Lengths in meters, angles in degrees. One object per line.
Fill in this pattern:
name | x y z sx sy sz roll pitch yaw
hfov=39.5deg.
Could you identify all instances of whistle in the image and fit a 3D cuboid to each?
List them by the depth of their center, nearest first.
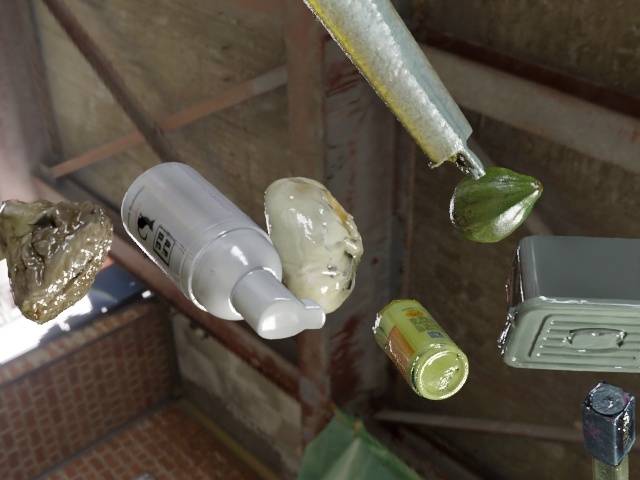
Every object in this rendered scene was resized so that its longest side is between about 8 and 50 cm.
whistle | 0.052 -0.162 0.758 0.326 0.057 0.068 47 4 -38

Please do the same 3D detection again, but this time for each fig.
fig | 0.292 -0.059 1.439 0.156 0.123 0.123 -3 -69 48

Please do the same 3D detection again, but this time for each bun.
bun | 0.000 0.000 1.668 0.287 0.146 0.287 -19 90 -80

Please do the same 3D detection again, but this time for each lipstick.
lipstick | 0.391 0.304 1.200 0.051 0.051 0.312 24 -32 37

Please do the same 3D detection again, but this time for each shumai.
shumai | -0.427 0.014 1.348 0.176 0.206 0.166 27 -28 4

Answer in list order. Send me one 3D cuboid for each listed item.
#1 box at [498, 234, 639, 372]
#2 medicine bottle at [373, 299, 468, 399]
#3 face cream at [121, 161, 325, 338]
box | 0.366 0.083 1.223 0.163 0.243 0.135 91 1 -51
medicine bottle | 0.184 0.200 1.711 0.239 0.124 0.124 -130 -155 -66
face cream | -0.140 0.027 1.262 0.370 0.145 0.145 39 -39 43
